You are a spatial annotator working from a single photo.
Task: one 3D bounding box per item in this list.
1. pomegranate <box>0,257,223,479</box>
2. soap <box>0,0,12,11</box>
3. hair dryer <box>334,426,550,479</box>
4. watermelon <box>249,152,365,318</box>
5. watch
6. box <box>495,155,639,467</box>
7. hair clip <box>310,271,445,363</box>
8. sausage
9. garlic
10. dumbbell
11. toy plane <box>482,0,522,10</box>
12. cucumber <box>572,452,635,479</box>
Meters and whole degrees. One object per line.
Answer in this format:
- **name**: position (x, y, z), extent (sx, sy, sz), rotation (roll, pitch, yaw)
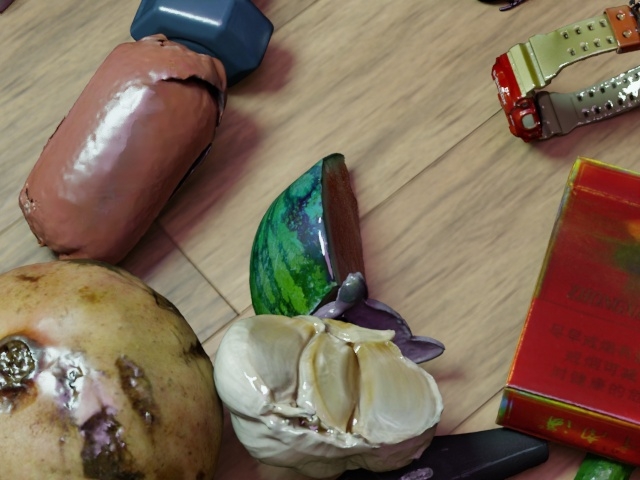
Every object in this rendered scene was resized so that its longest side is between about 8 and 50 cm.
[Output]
- **pomegranate**: position (-0.249, 0.174, 1.771), extent (0.322, 0.322, 0.322), rotation (0, 65, 1)
- **soap**: position (-0.420, -0.374, 2.134), extent (0.203, 0.065, 0.122), rotation (36, 71, 16)
- **hair dryer**: position (0.153, 0.322, 1.820), extent (0.235, 0.091, 0.272), rotation (-15, 78, -15)
- **watermelon**: position (-0.017, -0.004, 1.916), extent (0.128, 0.146, 0.231), rotation (-6, 67, -1)
- **watch**: position (0.321, -0.195, 1.977), extent (0.268, 0.165, 0.102), rotation (-23, 65, 14)
- **box**: position (0.320, 0.075, 1.881), extent (0.197, 0.089, 0.313), rotation (16, 56, 9)
- **hair clip**: position (0.040, 0.126, 1.868), extent (0.146, 0.187, 0.056), rotation (-37, 24, 18)
- **sausage**: position (-0.212, -0.098, 1.947), extent (0.152, 0.152, 0.280), rotation (35, 87, 15)
- **garlic**: position (-0.005, 0.170, 1.764), extent (0.229, 0.143, 0.178), rotation (24, 33, -8)
- **dumbbell**: position (-0.100, -0.341, 2.073), extent (0.160, 0.144, 0.325), rotation (14, 66, 9)
- **toy plane**: position (0.240, -0.336, 2.117), extent (0.197, 0.053, 0.078), rotation (-32, 59, -9)
- **cucumber**: position (0.278, 0.269, 1.837), extent (0.056, 0.056, 0.250), rotation (25, 66, 12)
